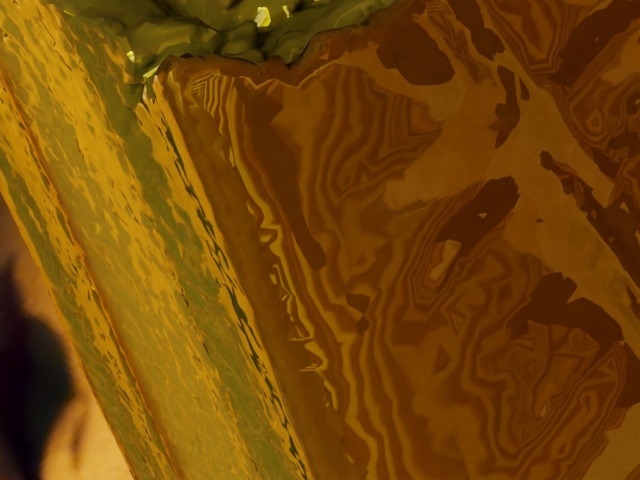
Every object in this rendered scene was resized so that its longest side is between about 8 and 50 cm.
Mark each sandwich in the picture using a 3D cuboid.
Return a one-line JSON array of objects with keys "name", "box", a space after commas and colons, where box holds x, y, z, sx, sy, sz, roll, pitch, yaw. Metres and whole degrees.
[{"name": "sandwich", "box": [0.000, 0.000, 0.455, 0.198, 0.227, 0.155, 29, -1, -33]}]
